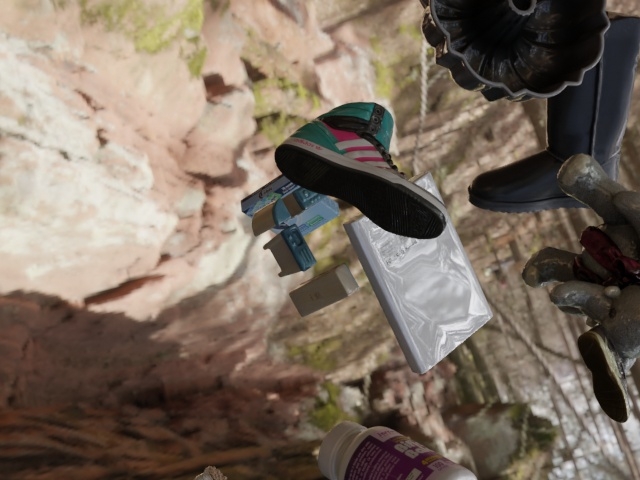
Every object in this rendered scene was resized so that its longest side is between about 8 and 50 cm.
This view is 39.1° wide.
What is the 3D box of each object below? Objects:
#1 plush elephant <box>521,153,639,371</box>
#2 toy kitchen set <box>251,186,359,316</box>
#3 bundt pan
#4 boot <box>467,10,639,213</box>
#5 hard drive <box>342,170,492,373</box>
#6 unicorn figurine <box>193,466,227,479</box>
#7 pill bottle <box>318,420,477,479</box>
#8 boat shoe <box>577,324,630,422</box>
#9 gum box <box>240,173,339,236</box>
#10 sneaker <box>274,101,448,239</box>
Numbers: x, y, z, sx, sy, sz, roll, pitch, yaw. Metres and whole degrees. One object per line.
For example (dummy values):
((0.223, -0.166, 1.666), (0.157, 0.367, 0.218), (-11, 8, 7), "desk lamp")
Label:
((0.468, 0.078, 1.418), (0.255, 0.330, 0.272), (-51, 165, -49), "plush elephant")
((0.000, 0.000, 1.629), (0.122, 0.207, 0.166), (-27, -176, 39), "toy kitchen set")
((0.306, -0.378, 1.501), (0.330, 0.331, 0.124), (-13, 175, -19), "bundt pan")
((0.526, -0.293, 2.047), (0.366, 0.445, 0.146), (-4, -151, -6), "boot")
((0.210, 0.066, 1.877), (0.233, 0.353, 0.047), (-34, -165, -29), "hard drive")
((-0.250, 0.503, 1.744), (0.162, 0.111, 0.060), (-43, 176, -18), "unicorn figurine")
((0.141, 0.460, 1.734), (0.169, 0.169, 0.301), (-5, -163, -45), "pill bottle")
((0.430, 0.196, 1.332), (0.049, 0.152, 0.056), (-31, -164, -32), "boat shoe")
((-0.072, -0.078, 2.155), (0.157, 0.041, 0.184), (-30, 137, 26), "gum box")
((0.094, -0.126, 1.448), (0.178, 0.295, 0.124), (-53, 164, -36), "sneaker")
